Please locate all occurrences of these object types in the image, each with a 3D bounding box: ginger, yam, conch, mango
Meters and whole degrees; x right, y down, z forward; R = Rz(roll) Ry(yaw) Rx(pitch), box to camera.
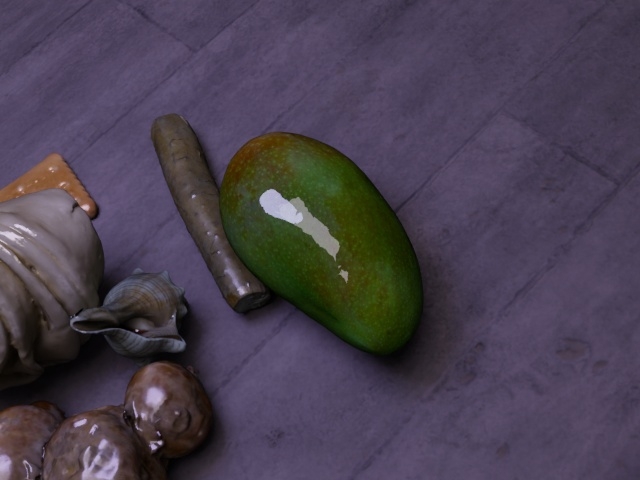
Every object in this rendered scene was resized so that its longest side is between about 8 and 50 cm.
[{"bbox_3d":[-0.325,0.292,1.172,0.375,0.176,0.256,-13,41,6],"label":"ginger"},{"bbox_3d":[-0.177,-0.047,1.382,0.083,0.083,0.372,-26,57,-3],"label":"yam"},{"bbox_3d":[-0.245,0.119,1.240,0.137,0.114,0.234,32,30,-1],"label":"conch"},{"bbox_3d":[0.000,0.000,1.241,0.201,0.225,0.382,-50,59,24],"label":"mango"}]

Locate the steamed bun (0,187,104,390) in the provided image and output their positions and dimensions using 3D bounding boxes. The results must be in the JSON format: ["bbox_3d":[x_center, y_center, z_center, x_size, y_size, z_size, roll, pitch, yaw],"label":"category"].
[{"bbox_3d":[-0.419,0.092,1.238,0.289,0.276,0.203,-28,57,-13],"label":"steamed bun"}]

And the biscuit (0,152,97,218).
[{"bbox_3d":[-0.496,-0.029,1.467,0.249,0.030,0.160,-36,60,-9],"label":"biscuit"}]
